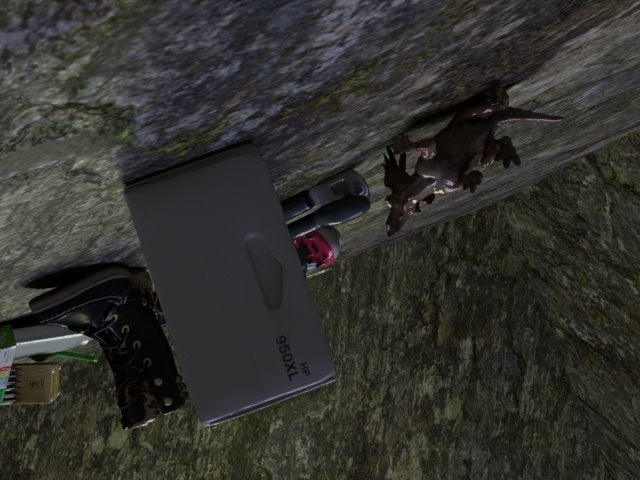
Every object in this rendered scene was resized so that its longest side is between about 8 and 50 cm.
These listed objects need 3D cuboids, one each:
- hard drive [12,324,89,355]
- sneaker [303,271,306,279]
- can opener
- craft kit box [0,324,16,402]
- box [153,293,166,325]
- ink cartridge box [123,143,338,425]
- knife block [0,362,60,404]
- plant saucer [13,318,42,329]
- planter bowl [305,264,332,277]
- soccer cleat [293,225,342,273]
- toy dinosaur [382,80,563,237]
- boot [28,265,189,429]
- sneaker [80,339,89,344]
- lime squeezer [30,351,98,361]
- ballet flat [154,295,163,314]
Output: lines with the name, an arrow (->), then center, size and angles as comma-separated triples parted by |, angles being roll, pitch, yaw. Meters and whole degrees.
hard drive -> -0.662, 0.224, 1.514 | 0.307, 0.040, 0.203 | -4, 165, -43
sneaker -> -0.152, 0.069, 1.297 | 0.271, 0.108, 0.100 | 12, 160, -29
can opener -> -0.030, -0.045, 1.254 | 0.280, 0.074, 0.093 | -22, -169, 38
craft kit box -> -0.726, 0.269, 1.345 | 0.246, 0.061, 0.250 | -9, 148, -36
box -> -0.488, 0.213, 2.008 | 0.156, 0.093, 0.158 | -23, 175, 21
ink cartridge box -> -0.112, 0.069, 0.956 | 0.166, 0.285, 0.395 | -20, 174, -7
knife block -> -0.739, 0.330, 1.633 | 0.242, 0.088, 0.275 | 3, 172, -14
plant saucer -> -0.645, 0.195, 1.596 | 0.119, 0.021, 0.119 | -20, 175, -2
planter bowl -> -0.028, 0.047, 2.019 | 0.162, 0.109, 0.162 | -20, 174, -2
soccer cleat -> 0.000, 0.000, 1.767 | 0.143, 0.116, 0.331 | -36, -178, -18
toy dinosaur -> 0.199, -0.135, 1.060 | 0.295, 0.127, 0.200 | -33, -178, 0
boot -> -0.365, 0.200, 1.290 | 0.138, 0.284, 0.377 | -21, 176, 3
sneaker -> -0.649, 0.228, 1.760 | 0.152, 0.058, 0.084 | 4, 166, 42
lime squeezer -> -0.728, 0.279, 1.806 | 0.310, 0.059, 0.110 | -2, 174, 22
ballet flat -> -0.334, 0.140, 1.833 | 0.106, 0.107, 0.316 | -6, 165, -43
